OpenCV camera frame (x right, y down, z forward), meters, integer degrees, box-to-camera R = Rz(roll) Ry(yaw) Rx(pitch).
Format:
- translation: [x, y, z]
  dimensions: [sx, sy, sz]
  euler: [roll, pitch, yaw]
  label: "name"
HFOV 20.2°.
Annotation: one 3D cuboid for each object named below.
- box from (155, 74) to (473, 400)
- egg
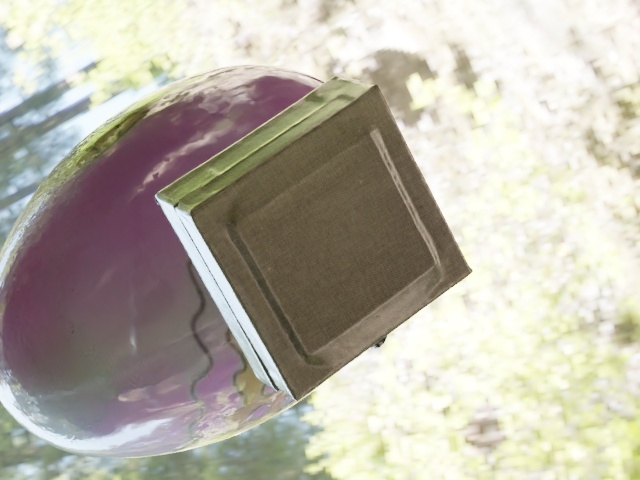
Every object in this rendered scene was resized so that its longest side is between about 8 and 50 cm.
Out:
- translation: [0.000, 0.000, 0.604]
  dimensions: [0.079, 0.035, 0.083]
  euler: [-34, -65, -16]
  label: "box"
- translation: [-0.064, 0.013, 0.990]
  dimensions: [0.196, 0.196, 0.271]
  euler: [55, -139, -11]
  label: "egg"
